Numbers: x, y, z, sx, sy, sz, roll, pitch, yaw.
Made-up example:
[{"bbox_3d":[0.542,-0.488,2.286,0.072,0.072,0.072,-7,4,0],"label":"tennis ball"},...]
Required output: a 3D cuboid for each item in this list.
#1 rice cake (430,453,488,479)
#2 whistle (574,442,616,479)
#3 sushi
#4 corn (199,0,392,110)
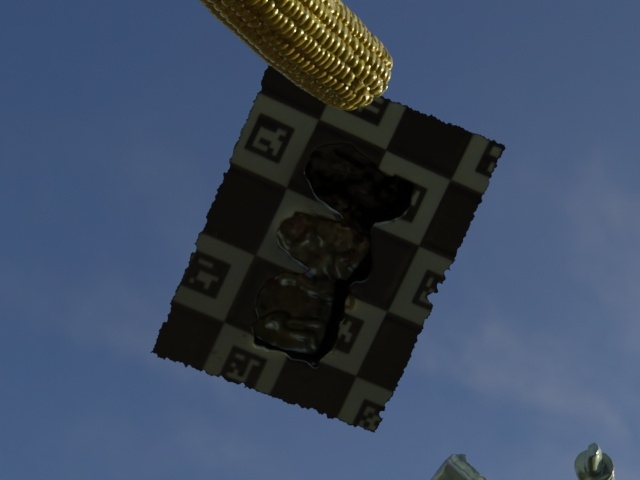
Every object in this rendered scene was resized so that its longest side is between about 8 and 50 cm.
[{"bbox_3d":[0.197,0.350,1.773,0.043,0.237,0.127,-7,-48,-52],"label":"rice cake"},{"bbox_3d":[0.239,0.202,1.393,0.035,0.035,0.100,-6,-33,10],"label":"whistle"},{"bbox_3d":[0.000,0.000,1.875,0.296,0.100,0.373,21,-82,-15],"label":"sushi"},{"bbox_3d":[-0.029,-0.204,1.455,0.093,0.093,0.244,-22,-40,28],"label":"corn"}]
